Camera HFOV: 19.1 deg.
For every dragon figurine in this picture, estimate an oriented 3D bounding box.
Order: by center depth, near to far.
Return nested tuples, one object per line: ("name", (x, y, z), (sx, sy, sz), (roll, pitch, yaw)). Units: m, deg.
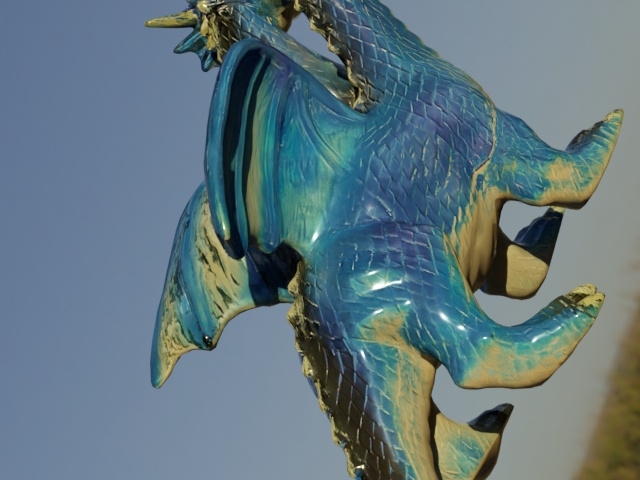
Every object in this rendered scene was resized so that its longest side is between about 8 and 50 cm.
("dragon figurine", (0.000, 0.000, 0.538), (0.085, 0.144, 0.289), (116, 174, -48))
